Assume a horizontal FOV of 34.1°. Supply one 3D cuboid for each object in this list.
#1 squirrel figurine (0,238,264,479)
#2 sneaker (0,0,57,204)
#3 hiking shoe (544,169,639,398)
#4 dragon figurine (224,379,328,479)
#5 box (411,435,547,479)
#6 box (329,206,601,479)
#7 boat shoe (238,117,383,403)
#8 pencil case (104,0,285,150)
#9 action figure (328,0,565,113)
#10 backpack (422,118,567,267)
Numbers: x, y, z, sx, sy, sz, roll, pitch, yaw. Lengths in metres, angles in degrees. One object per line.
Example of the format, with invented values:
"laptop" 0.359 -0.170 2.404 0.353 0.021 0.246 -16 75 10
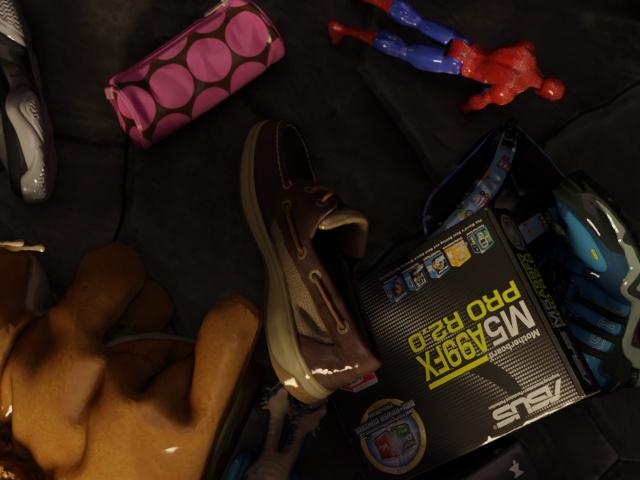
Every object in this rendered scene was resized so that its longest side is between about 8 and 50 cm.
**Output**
"squirrel figurine" -0.286 0.184 1.058 0.370 0.281 0.397 22 77 5
"sneaker" -0.391 -0.156 1.175 0.153 0.101 0.269 -14 79 -6
"hiking shoe" 0.282 0.068 1.133 0.132 0.113 0.304 -23 123 -5
"dragon figurine" -0.069 0.289 1.149 0.085 0.144 0.289 22 111 -2
"box" 0.139 0.425 1.107 0.343 0.179 0.313 -31 88 -8
"box" 0.128 0.120 1.114 0.270 0.060 0.216 -32 73 28
"boat shoe" 0.000 0.000 1.122 0.123 0.123 0.342 -25 53 23
"pencil case" -0.149 -0.198 1.203 0.209 0.095 0.098 -38 123 -10
"action figure" 0.160 -0.211 1.241 0.280 0.139 0.091 24 84 21
"backpack" 0.200 -0.025 1.198 0.158 0.117 0.173 45 81 1
